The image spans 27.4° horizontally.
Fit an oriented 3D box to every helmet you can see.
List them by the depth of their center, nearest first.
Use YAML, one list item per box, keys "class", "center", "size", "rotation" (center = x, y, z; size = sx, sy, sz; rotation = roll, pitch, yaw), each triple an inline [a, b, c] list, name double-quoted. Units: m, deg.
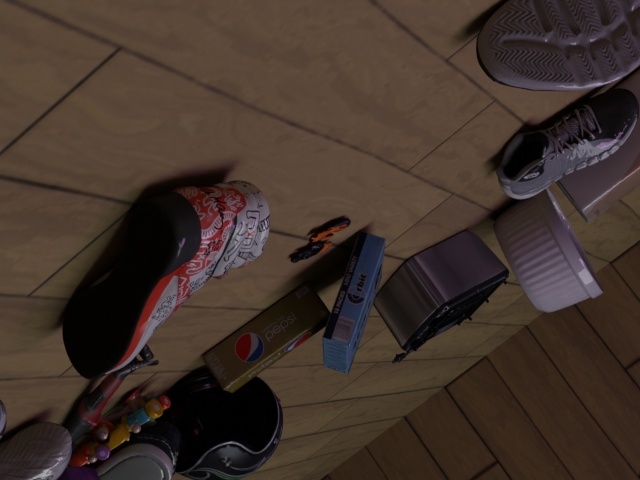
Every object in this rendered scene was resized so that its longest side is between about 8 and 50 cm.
- class: "helmet"
  center: [-0.140, 0.270, 1.894]
  size: [0.161, 0.169, 0.169]
  rotation: [5, 140, -43]

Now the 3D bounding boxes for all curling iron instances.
- class: "curling iron"
  center: [-0.278, 0.209, 1.648]
  size: [0.068, 0.035, 0.274]
  rotation: [-19, 158, -46]

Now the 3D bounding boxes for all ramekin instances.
- class: "ramekin"
  center: [0.370, 0.020, 2.164]
  size: [0.109, 0.207, 0.207]
  rotation: [-29, 166, 12]

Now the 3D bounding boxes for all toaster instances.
- class: "toaster"
  center: [0.189, 0.088, 2.138]
  size: [0.185, 0.110, 0.168]
  rotation: [-25, 162, -33]

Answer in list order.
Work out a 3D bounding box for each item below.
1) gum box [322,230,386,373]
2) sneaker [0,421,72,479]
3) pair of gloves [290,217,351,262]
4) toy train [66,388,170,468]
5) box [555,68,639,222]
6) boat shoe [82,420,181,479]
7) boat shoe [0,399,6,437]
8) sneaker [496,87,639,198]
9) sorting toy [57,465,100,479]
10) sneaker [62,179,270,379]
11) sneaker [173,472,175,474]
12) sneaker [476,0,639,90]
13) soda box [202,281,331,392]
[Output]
- class: "gum box"
  center: [0.046, 0.089, 1.811]
  size: [0.184, 0.041, 0.157]
  rotation: [90, 18, -72]
- class: "sneaker"
  center: [-0.399, 0.295, 1.552]
  size: [0.237, 0.085, 0.086]
  rotation: [-25, 151, -33]
- class: "pair of gloves"
  center: [0.000, 0.000, 1.659]
  size: [0.074, 0.010, 0.083]
  rotation: [-21, 162, -46]
- class: "toy train"
  center: [-0.282, 0.250, 1.758]
  size: [0.166, 0.046, 0.125]
  rotation: [-37, -173, -23]
- class: "box"
  center: [0.483, -0.172, 1.956]
  size: [0.311, 0.121, 0.148]
  rotation: [-38, 165, 10]
- class: "boat shoe"
  center: [-0.315, 0.348, 1.852]
  size: [0.302, 0.114, 0.091]
  rotation: [-25, -161, 24]
- class: "boat shoe"
  center: [-0.425, 0.240, 1.365]
  size: [0.228, 0.080, 0.076]
  rotation: [-39, 165, -16]
- class: "sneaker"
  center: [0.342, -0.140, 1.831]
  size: [0.228, 0.086, 0.132]
  rotation: [-37, 163, 10]
- class: "sorting toy"
  center: [-0.417, 0.423, 1.730]
  size: [0.365, 0.126, 0.127]
  rotation: [-31, 161, 23]
- class: "sneaker"
  center: [-0.149, 0.041, 1.309]
  size: [0.145, 0.090, 0.270]
  rotation: [-17, 154, -44]
- class: "sneaker"
  center: [-0.232, 0.319, 2.015]
  size: [0.106, 0.078, 0.234]
  rotation: [-46, 165, 26]
- class: "sneaker"
  center: [0.301, -0.219, 1.429]
  size: [0.321, 0.124, 0.180]
  rotation: [-17, 175, -14]
- class: "soda box"
  center: [-0.072, 0.136, 1.825]
  size: [0.181, 0.058, 0.061]
  rotation: [-35, 166, 0]
